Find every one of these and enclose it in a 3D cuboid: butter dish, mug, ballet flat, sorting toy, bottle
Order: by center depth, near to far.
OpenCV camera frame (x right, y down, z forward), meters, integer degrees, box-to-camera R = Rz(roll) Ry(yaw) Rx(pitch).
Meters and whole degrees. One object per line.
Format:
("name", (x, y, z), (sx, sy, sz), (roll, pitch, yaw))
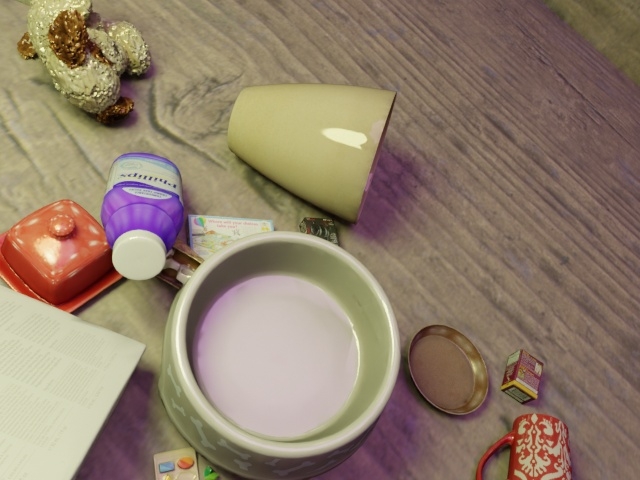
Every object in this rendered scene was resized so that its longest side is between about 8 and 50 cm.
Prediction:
("sorting toy", (-0.183, 0.315, 0.762), (0.083, 0.012, 0.062), (-2, 60, -27))
("butter dish", (-0.374, 0.005, 0.804), (0.160, 0.118, 0.160), (43, 50, 6))
("bottle", (-0.265, -0.044, 0.832), (0.118, 0.092, 0.283), (9, 26, -19))
("ballet flat", (-0.222, 0.041, 0.869), (0.206, 0.067, 0.073), (27, 95, 3))
("mug", (0.351, 0.378, 0.925), (0.150, 0.113, 0.169), (30, 47, -8))

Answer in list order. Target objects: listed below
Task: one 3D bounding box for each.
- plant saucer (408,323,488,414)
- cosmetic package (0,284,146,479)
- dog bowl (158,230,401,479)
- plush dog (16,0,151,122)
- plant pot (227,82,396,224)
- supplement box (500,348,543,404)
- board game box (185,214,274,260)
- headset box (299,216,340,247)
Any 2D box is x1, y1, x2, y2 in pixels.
("plant saucer", (0.226, 0.234, 1.008), (0.168, 0.029, 0.168), (13, 54, -18))
("cosmetic package", (-0.373, 0.167, 0.576), (0.284, 0.097, 0.377), (27, 11, -9))
("dog bowl", (-0.049, 0.142, 0.767), (0.349, 0.102, 0.348), (7, 62, -13))
("plush dog", (-0.417, -0.323, 0.960), (0.211, 0.262, 0.225), (-27, 59, -2))
("plant pot", (-0.025, -0.192, 1.048), (0.274, 0.256, 0.256), (18, 51, 4))
("supplement box", (0.385, 0.259, 1.060), (0.055, 0.043, 0.083), (34, 51, -2))
("board game box", (-0.153, 0.009, 0.969), (0.154, 0.026, 0.103), (3, 58, -24))
("headset box", (0.000, 0.000, 1.048), (0.062, 0.032, 0.083), (3, 57, -25))
